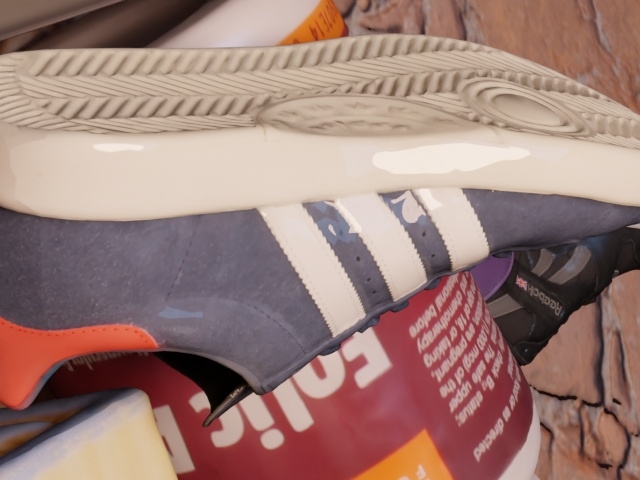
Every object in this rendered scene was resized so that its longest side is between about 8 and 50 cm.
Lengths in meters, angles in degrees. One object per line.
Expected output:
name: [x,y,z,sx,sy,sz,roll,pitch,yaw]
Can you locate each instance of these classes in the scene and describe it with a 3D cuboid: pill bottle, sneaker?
pill bottle: [-0.021,0.064,0.977,0.224,0.224,0.392,-47,115,-45]
sneaker: [0.133,0.029,1.287,0.283,0.107,0.124,2,93,-46]
sneaker: [0.000,0.000,0.801,0.350,0.131,0.148,-2,118,-30]

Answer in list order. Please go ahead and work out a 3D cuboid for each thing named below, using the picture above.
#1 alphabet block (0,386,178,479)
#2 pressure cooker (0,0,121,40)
alphabet block: [-0.161,0.195,0.802,0.192,0.193,0.197,-28,102,-48]
pressure cooker: [-0.154,-0.275,0.801,0.420,0.375,0.370,-27,110,-48]
